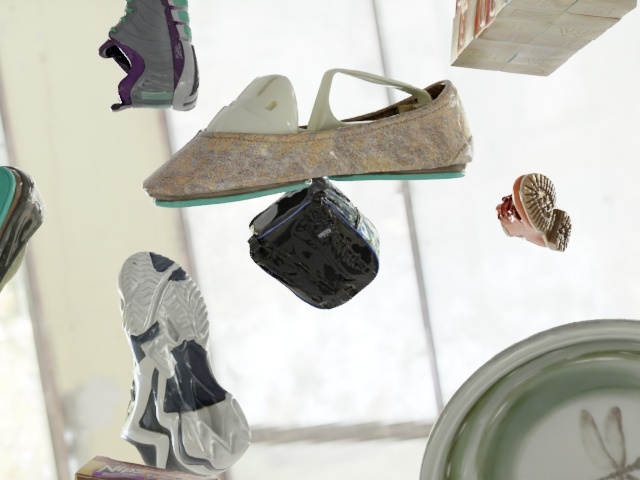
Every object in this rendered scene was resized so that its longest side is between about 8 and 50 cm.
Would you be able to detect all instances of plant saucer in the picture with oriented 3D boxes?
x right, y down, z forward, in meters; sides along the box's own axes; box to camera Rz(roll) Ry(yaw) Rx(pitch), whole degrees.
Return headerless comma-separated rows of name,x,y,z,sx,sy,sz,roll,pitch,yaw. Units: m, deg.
plant saucer,0.301,0.256,1.859,0.401,0.400,0.100,-9,-163,6

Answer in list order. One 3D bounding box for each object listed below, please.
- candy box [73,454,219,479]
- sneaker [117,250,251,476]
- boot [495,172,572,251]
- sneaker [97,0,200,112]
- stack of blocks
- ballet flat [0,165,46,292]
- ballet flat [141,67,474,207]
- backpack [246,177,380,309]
candy box,-0.147,0.276,1.431,0.109,0.186,0.053,8,-167,14
sneaker,-0.165,0.140,1.783,0.094,0.235,0.153,-20,166,-40
boot,0.239,-0.036,2.099,0.085,0.059,0.158,14,160,26
sneaker,-0.186,-0.235,1.833,0.098,0.223,0.083,-6,153,-10
stack of blocks,0.171,-0.236,1.357,0.087,0.171,0.297,6,176,-5
ballet flat,-0.357,0.058,1.772,0.095,0.280,0.096,26,168,30
ballet flat,-0.011,-0.096,1.546,0.316,0.106,0.107,-8,-169,-28
backpack,0.000,0.000,1.695,0.105,0.114,0.084,-36,-154,22
